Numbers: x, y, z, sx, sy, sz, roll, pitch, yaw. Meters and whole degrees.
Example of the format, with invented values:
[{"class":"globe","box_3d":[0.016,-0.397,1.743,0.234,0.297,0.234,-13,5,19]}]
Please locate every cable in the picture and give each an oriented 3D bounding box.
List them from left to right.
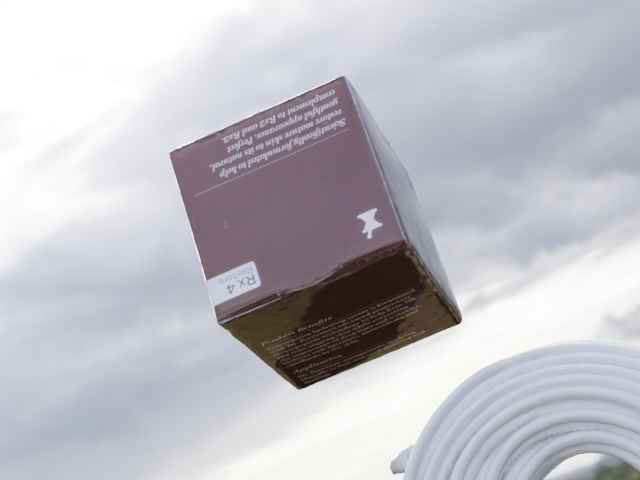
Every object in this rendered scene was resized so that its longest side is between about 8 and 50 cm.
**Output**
[{"class":"cable","box_3d":[0.178,0.187,1.023,0.257,0.257,0.089,-37,-26,5]}]

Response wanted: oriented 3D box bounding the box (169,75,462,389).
[{"class":"box","box_3d":[0.000,0.000,1.330,0.168,0.167,0.203,-22,-27,9]}]
